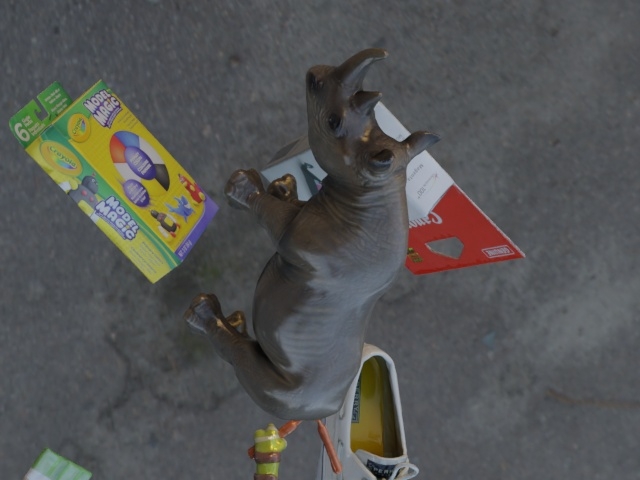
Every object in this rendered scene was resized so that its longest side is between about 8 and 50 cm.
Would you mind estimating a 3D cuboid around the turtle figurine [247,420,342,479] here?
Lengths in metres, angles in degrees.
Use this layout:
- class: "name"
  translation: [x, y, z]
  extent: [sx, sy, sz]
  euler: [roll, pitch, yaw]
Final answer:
- class: "turtle figurine"
  translation: [-0.077, 0.307, 1.189]
  extent: [0.217, 0.087, 0.270]
  euler: [0, 93, -12]

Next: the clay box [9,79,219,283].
- class: "clay box"
  translation: [-0.214, -0.075, 1.301]
  extent: [0.053, 0.127, 0.222]
  euler: [-34, 105, 28]

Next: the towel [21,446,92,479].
- class: "towel"
  translation: [-0.348, 0.336, 1.520]
  extent: [0.152, 0.023, 0.113]
  euler: [-58, 151, -12]

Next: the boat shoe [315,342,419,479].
- class: "boat shoe"
  translation: [0.081, 0.334, 1.817]
  extent: [0.135, 0.156, 0.367]
  euler: [2, 88, -22]

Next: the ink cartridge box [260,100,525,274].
- class: "ink cartridge box"
  translation: [0.073, -0.033, 1.417]
  extent: [0.239, 0.275, 0.060]
  euler: [46, 70, -11]

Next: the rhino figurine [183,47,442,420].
- class: "rhino figurine"
  translation: [0.000, 0.000, 0.696]
  extent: [0.073, 0.106, 0.243]
  euler: [-20, 138, -47]
